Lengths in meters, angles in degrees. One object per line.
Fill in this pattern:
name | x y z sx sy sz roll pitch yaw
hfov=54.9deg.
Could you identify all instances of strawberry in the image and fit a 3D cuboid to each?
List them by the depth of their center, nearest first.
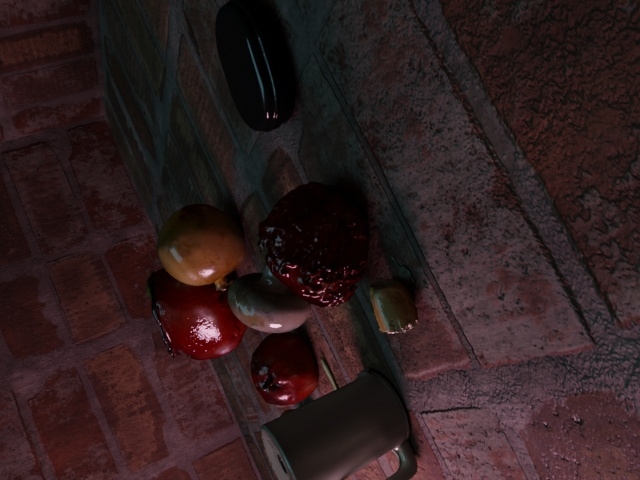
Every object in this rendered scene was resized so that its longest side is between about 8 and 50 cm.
strawberry | 0.000 0.000 1.325 0.220 0.274 0.274 -33 76 29

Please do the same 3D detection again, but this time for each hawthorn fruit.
hawthorn fruit | -0.119 0.403 1.896 0.266 0.210 0.231 -18 -77 -78

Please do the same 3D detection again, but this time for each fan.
fan | 0.166 0.066 1.258 0.083 0.004 0.056 58 157 24

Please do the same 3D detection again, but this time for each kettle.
kettle | 0.052 0.490 1.481 0.265 0.317 0.205 46 148 40

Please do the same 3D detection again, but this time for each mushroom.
mushroom | -0.138 0.137 1.755 0.243 0.243 0.244 48 150 40

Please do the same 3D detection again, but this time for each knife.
knife | 0.045 0.444 1.847 0.207 0.014 0.030 64 155 8

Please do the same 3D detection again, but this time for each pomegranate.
pomegranate | -0.405 0.029 2.141 0.319 0.319 0.319 48 150 40

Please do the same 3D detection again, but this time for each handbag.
handbag | -0.155 -0.408 1.446 0.253 0.093 0.308 7 117 66

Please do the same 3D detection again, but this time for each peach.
peach | -0.485 0.259 2.363 0.353 0.416 0.339 -58 30 16

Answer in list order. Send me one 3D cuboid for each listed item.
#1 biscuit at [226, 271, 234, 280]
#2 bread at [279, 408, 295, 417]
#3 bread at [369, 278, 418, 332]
biscuit | -0.441 0.033 2.515 0.277 0.052 0.262 31 137 55
bread | -0.060 0.685 2.127 0.240 0.139 0.240 48 149 41
bread | 0.149 0.134 1.260 0.125 0.082 0.106 -156 54 -87
